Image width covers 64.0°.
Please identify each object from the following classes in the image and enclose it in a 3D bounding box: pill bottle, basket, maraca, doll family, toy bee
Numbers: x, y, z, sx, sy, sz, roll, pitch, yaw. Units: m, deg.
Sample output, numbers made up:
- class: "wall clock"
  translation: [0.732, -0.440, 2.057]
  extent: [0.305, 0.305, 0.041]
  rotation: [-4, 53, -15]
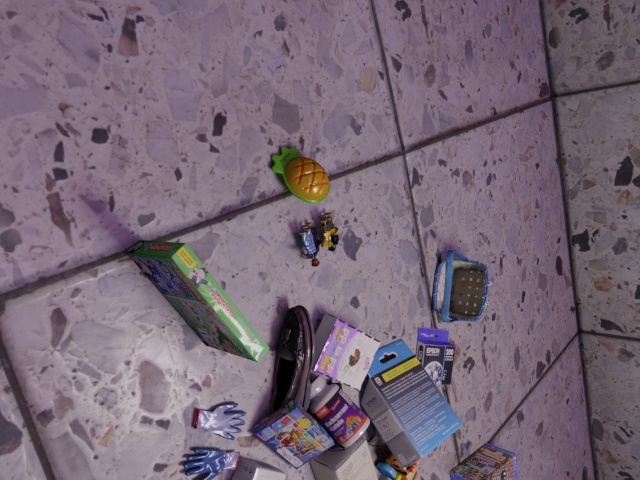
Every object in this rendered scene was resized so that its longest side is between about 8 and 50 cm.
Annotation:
- class: "pill bottle"
  translation: [0.038, 0.479, 1.457]
  extent: [0.193, 0.108, 0.108]
  rotation: [45, 54, 7]
- class: "basket"
  translation: [0.513, 0.174, 1.886]
  extent: [0.289, 0.201, 0.254]
  rotation: [13, 83, -53]
- class: "maraca"
  translation: [-0.053, -0.182, 1.414]
  extent: [0.186, 0.099, 0.127]
  rotation: [43, 57, -6]
- class: "doll family"
  translation: [0.000, 0.000, 1.486]
  extent: [0.193, 0.076, 0.111]
  rotation: [-28, 114, -35]
- class: "toy bee"
  translation: [0.261, 0.748, 1.689]
  extent: [0.298, 0.162, 0.195]
  rotation: [37, 68, -38]

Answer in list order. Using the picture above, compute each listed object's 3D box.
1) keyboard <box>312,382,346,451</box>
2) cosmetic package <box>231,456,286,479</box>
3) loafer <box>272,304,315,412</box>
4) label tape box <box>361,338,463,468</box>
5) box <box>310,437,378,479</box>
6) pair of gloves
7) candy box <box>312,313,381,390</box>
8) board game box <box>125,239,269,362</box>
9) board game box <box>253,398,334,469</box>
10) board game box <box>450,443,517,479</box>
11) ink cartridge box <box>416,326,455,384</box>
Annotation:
- class: "keyboard"
  translation: [0.021, 0.522, 1.518]
  extent: [0.100, 0.038, 0.191]
  rotation: [3, 68, -16]
- class: "cosmetic package"
  translation: [-0.188, 0.692, 1.312]
  extent: [0.117, 0.086, 0.230]
  rotation: [36, 69, -38]
- class: "loafer"
  translation: [-0.080, 0.330, 1.394]
  extent: [0.095, 0.109, 0.302]
  rotation: [-3, 96, -39]
- class: "label tape box"
  translation: [0.272, 0.526, 1.693]
  extent: [0.249, 0.115, 0.347]
  rotation: [-12, 57, -44]
- class: "box"
  translation: [0.090, 0.753, 1.551]
  extent: [0.148, 0.121, 0.310]
  rotation: [-28, 110, -40]
- class: "pair of gloves"
  translation: [-0.261, 0.505, 1.279]
  extent: [0.159, 0.023, 0.198]
  rotation: [19, 77, -41]
- class: "candy box"
  translation: [0.065, 0.334, 1.525]
  extent: [0.196, 0.070, 0.164]
  rotation: [34, 76, -32]
- class: "board game box"
  translation: [-0.270, 0.133, 1.129]
  extent: [0.046, 0.214, 0.317]
  rotation: [-50, 123, -31]
- class: "board game box"
  translation: [-0.070, 0.534, 1.402]
  extent: [0.136, 0.035, 0.201]
  rotation: [-34, 121, 4]
- class: "board game box"
  translation: [0.677, 1.018, 2.107]
  extent: [0.291, 0.141, 0.231]
  rotation: [-10, 98, -43]
- class: "ink cartridge box"
  translation: [0.432, 0.437, 1.926]
  extent: [0.206, 0.045, 0.208]
  rotation: [13, 81, -43]
